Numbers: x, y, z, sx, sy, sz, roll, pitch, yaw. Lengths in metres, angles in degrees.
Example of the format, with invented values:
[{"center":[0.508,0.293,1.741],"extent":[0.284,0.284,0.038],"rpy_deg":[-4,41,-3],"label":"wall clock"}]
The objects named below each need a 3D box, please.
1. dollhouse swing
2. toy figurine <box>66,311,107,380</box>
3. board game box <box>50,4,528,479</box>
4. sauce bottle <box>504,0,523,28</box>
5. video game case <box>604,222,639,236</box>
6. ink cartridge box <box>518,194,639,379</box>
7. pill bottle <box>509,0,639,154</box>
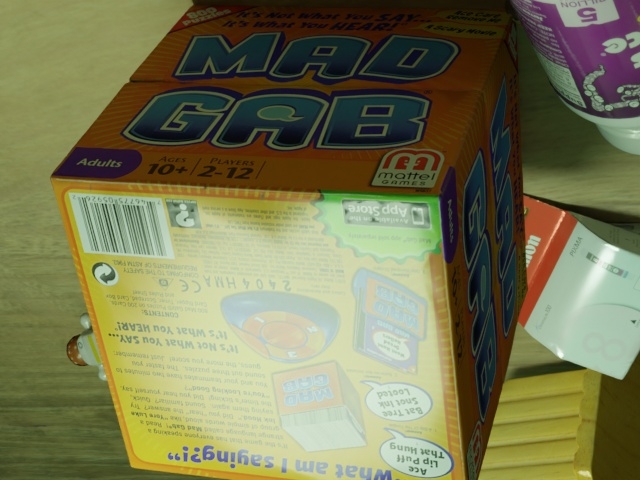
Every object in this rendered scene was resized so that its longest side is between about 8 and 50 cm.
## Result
[{"center":[0.310,0.283,1.932],"extent":[0.305,0.347,0.315],"rpy_deg":[-4,150,32],"label":"dollhouse swing"},{"center":[-0.272,0.132,2.050],"extent":[0.213,0.209,0.148],"rpy_deg":[29,156,-29],"label":"toy figurine"},{"center":[0.000,0.000,1.349],"extent":[0.356,0.356,0.356],"rpy_deg":[4,125,17],"label":"board game box"},{"center":[0.235,-0.206,1.322],"extent":[0.128,0.042,0.042],"rpy_deg":[31,149,-32],"label":"sauce bottle"},{"center":[0.385,0.021,1.743],"extent":[0.143,0.019,0.157],"rpy_deg":[0,151,23],"label":"video game case"},{"center":[0.312,0.058,1.694],"extent":[0.232,0.066,0.189],"rpy_deg":[17,125,-3],"label":"ink cartridge box"},{"center":[0.262,-0.204,1.166],"extent":[0.169,0.169,0.301],"rpy_deg":[-2,151,28],"label":"pill bottle"}]
